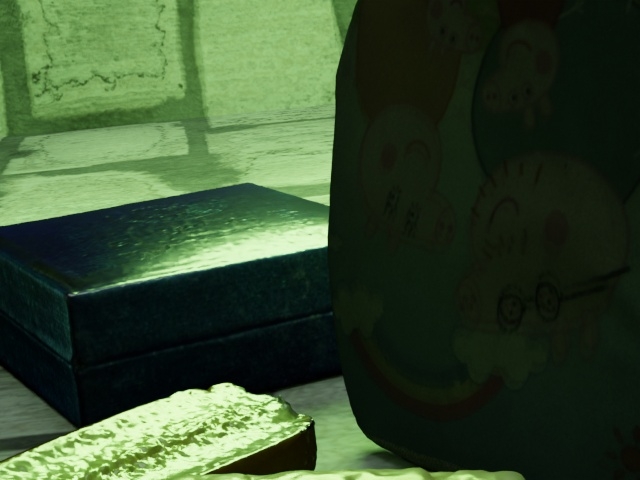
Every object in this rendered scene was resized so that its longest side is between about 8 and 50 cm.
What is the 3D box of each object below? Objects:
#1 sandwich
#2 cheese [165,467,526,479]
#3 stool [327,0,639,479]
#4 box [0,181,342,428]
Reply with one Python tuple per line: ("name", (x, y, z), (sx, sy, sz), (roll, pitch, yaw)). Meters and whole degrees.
("sandwich", (-0.090, 0.140, 0.703), (0.090, 0.088, 0.244), (13, 16, 34))
("cheese", (0.003, 0.145, 0.591), (0.167, 0.093, 0.123), (-2, 21, 12))
("stool", (0.173, -0.014, 0.841), (0.226, 0.310, 0.310), (-1, 8, -32))
("box", (-0.109, 0.038, 1.148), (0.261, 0.116, 0.279), (-10, 14, -26))
